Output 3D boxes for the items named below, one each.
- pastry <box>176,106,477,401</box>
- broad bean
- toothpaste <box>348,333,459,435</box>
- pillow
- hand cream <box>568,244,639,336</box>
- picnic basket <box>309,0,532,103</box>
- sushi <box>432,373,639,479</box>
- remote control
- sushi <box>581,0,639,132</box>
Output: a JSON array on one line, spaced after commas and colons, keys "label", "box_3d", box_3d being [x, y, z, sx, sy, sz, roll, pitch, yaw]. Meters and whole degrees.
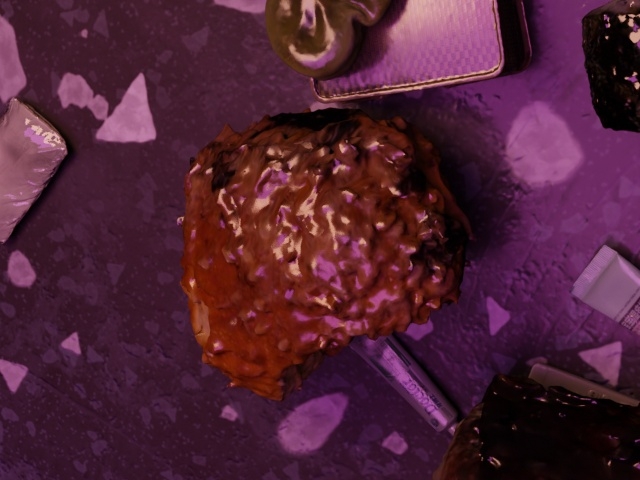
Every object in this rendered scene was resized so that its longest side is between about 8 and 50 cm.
[{"label": "pastry", "box_3d": [-0.013, -0.008, 1.165, 0.405, 0.292, 0.337, -34, 78, 37]}, {"label": "broad bean", "box_3d": [0.011, -0.286, 1.057, 0.153, 0.072, 0.206, 19, 97, 16]}, {"label": "toothpaste", "box_3d": [0.120, 0.190, 1.285, 0.064, 0.041, 0.218, -45, 80, 13]}, {"label": "pillow", "box_3d": [-0.488, -0.108, 1.462, 0.128, 0.051, 0.229, 48, 117, 9]}, {"label": "hand cream", "box_3d": [0.462, 0.128, 1.124, 0.331, 0.058, 0.085, 38, 130, 16]}, {"label": "picnic basket", "box_3d": [0.111, -0.262, 1.128, 0.267, 0.139, 0.165, -5, 100, 24]}, {"label": "sushi", "box_3d": [0.291, 0.326, 1.108, 0.294, 0.299, 0.281, 6, 143, 22]}, {"label": "remote control", "box_3d": [0.357, 0.208, 1.198, 0.184, 0.027, 0.049, 21, 113, 12]}, {"label": "sushi", "box_3d": [0.451, -0.216, 0.965, 0.350, 0.211, 0.170, -17, 100, 30]}]
